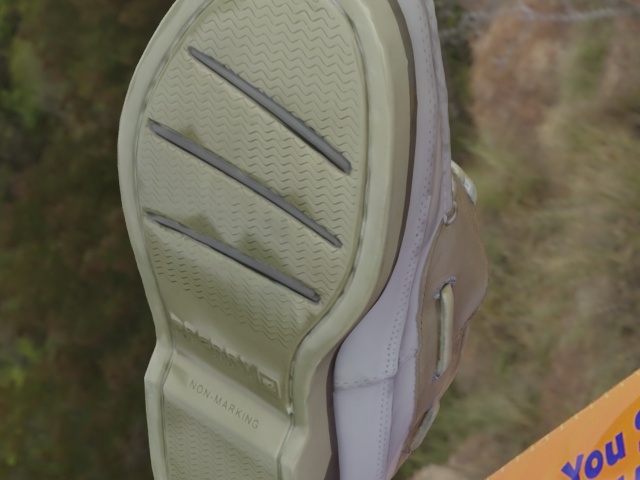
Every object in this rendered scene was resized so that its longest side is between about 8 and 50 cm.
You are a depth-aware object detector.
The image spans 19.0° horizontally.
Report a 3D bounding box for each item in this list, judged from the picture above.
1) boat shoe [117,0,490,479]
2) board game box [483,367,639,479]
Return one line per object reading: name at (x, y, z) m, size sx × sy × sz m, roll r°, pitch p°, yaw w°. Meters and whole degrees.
boat shoe at (0.000, 0.000, 0.690) m, size 0.113 × 0.103 × 0.302 m, roll 35°, pitch 141°, yaw 22°
board game box at (0.238, 0.280, 0.783) m, size 0.356 × 0.356 × 0.356 m, roll -38°, pitch 43°, yaw 13°
